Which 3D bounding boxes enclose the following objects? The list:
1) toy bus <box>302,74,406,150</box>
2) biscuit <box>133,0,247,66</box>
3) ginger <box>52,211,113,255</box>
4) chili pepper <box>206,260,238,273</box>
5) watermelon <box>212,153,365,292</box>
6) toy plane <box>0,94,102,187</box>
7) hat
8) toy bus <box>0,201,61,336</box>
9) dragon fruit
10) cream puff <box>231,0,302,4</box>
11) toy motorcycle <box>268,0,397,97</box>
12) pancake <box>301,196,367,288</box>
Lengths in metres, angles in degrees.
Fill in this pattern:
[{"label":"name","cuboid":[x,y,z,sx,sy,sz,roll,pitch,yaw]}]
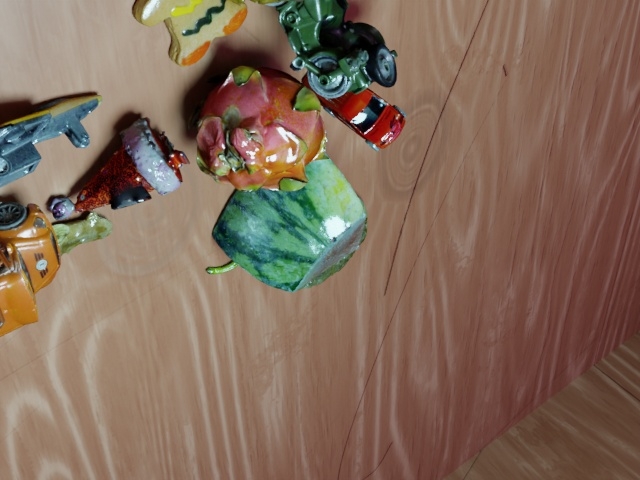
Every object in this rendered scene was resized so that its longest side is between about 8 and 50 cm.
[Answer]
[{"label":"toy bus","cuboid":[0.059,-0.237,1.921,0.081,0.195,0.089,-50,144,4]},{"label":"biscuit","cuboid":[-0.200,-0.366,1.640,0.165,0.036,0.250,-43,146,-10]},{"label":"ginger","cuboid":[-0.390,-0.012,1.780,0.137,0.044,0.057,-24,111,-41]},{"label":"chili pepper","cuboid":[-0.180,0.048,2.100,0.083,0.017,0.030,-22,137,-33]},{"label":"watermelon","cuboid":[-0.047,-0.042,2.041,0.261,0.213,0.201,-47,164,8]},{"label":"toy plane","cuboid":[-0.427,-0.131,1.564,0.316,0.103,0.204,-24,173,-37]},{"label":"hat","cuboid":[-0.315,-0.089,1.724,0.227,0.140,0.129,-32,135,-2]},{"label":"toy bus","cuboid":[-0.522,0.080,1.605,0.329,0.153,0.143,-27,140,-22]},{"label":"dragon fruit","cuboid":[-0.104,-0.175,1.790,0.227,0.224,0.224,-9,131,-51]},{"label":"cream puff","cuboid":[-0.046,-0.436,1.475,0.343,0.327,0.231,-32,100,-7]},{"label":"toy motorcycle","cuboid":[0.019,-0.347,1.773,0.127,0.275,0.205,-23,-165,32]},{"label":"pancake","cuboid":[0.000,0.000,2.242,0.254,0.037,0.253,-31,144,-25]}]
